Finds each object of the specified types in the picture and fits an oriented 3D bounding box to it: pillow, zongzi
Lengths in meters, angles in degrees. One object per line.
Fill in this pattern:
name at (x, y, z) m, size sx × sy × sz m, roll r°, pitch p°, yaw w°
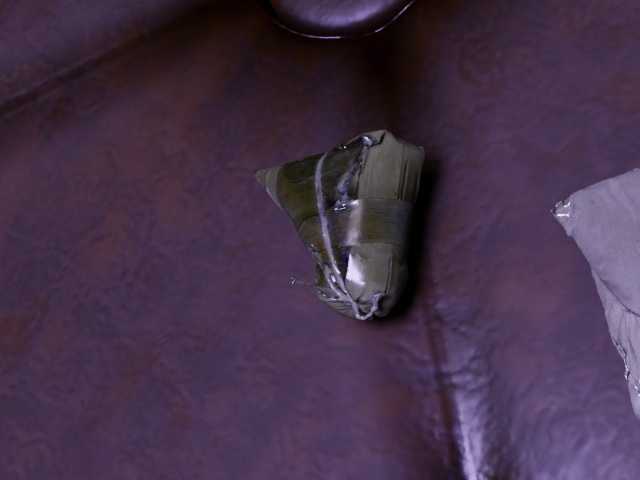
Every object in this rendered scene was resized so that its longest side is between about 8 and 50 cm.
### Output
pillow at (0.215, 0.003, 0.859) m, size 0.181 × 0.078 × 0.134 m, roll -25°, pitch 57°, yaw 15°
zongzi at (0.000, 0.000, 1.014) m, size 0.119 × 0.055 × 0.109 m, roll -12°, pitch 61°, yaw 40°
